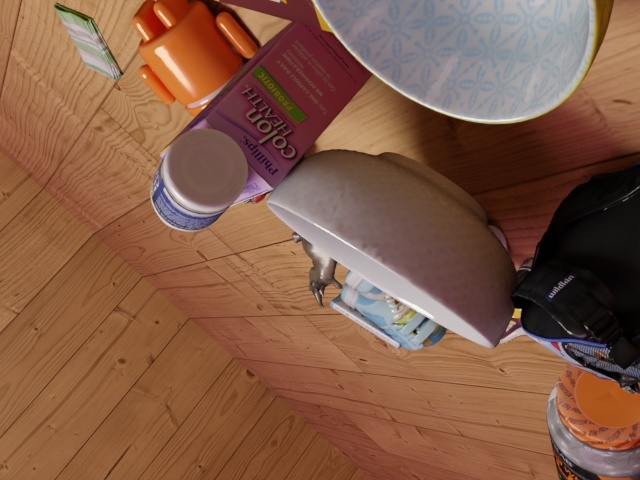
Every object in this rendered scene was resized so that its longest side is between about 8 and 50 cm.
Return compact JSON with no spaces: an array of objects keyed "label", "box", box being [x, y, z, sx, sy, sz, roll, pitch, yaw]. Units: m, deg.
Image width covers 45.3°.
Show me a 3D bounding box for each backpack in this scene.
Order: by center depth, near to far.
[{"label":"backpack","box":[0.339,0.034,0.804,0.213,0.277,0.263,36,168,-14]}]

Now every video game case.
[{"label":"video game case","box":[0.117,0.146,1.560,0.166,0.119,0.015,30,124,19]}]

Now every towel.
[{"label":"towel","box":[-0.463,-0.390,1.520,0.113,0.023,0.152,26,155,27]}]

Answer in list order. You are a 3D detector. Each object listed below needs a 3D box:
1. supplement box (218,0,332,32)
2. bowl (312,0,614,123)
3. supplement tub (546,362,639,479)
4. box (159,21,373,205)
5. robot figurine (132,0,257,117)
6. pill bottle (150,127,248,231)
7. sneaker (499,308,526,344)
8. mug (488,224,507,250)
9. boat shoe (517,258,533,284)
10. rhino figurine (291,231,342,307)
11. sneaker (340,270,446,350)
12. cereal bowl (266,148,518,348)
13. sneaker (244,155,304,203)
[{"label":"supplement box","box":[-0.043,-0.346,0.786,0.194,0.129,0.191,25,155,32]},{"label":"bowl","box":[0.130,-0.257,0.651,0.289,0.156,0.289,32,158,15]},{"label":"supplement tub","box":[0.465,0.314,1.218,0.193,0.194,0.316,22,153,36]},{"label":"box","box":[-0.070,-0.175,1.020,0.117,0.243,0.213,44,159,-16]},{"label":"robot figurine","box":[-0.190,-0.274,1.172,0.219,0.158,0.128,51,172,-30]},{"label":"pill bottle","box":[-0.150,-0.063,0.907,0.094,0.094,0.169,41,158,-7]},{"label":"sneaker","box":[0.311,0.115,1.253,0.084,0.069,0.185,50,152,-5]},{"label":"mug","box":[0.194,0.028,1.194,0.169,0.113,0.150,19,150,48]},{"label":"boat shoe","box":[0.377,0.112,1.119,0.219,0.070,0.078,31,158,19]},{"label":"rhino figurine","box":[0.000,0.000,1.352,0.106,0.073,0.244,11,103,60]},{"label":"sneaker","box":[0.152,0.098,1.387,0.208,0.127,0.319,37,168,8]},{"label":"cereal bowl","box":[0.107,-0.011,0.969,0.339,0.141,0.339,32,176,2]},{"label":"sneaker","box":[-0.096,-0.148,1.253,0.098,0.135,0.276,63,178,14]}]
